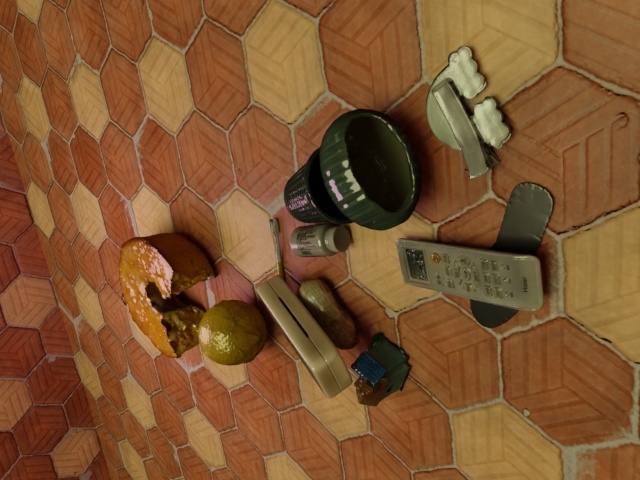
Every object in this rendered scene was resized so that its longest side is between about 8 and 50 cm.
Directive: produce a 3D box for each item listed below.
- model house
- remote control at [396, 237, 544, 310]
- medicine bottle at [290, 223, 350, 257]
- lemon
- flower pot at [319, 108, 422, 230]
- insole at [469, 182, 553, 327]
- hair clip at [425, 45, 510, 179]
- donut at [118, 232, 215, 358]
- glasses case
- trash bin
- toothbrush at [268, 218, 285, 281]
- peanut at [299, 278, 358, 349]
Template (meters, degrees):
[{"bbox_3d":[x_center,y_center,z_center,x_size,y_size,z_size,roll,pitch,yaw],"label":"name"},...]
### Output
[{"bbox_3d":[0.119,0.323,1.268,0.119,0.148,0.148,35,126,28],"label":"model house"},{"bbox_3d":[0.288,0.055,1.059,0.313,0.055,0.109,10,121,48],"label":"remote control"},{"bbox_3d":[0.000,0.000,1.290,0.140,0.079,0.079,-4,104,44],"label":"medicine bottle"},{"bbox_3d":[-0.258,0.269,1.570,0.231,0.192,0.192,-2,106,45],"label":"lemon"},{"bbox_3d":[0.098,-0.138,1.059,0.157,0.189,0.243,178,71,-80],"label":"flower pot"},{"bbox_3d":[0.357,0.039,1.020,0.109,0.007,0.322,31,126,33],"label":"insole"},{"bbox_3d":[0.257,-0.222,0.975,0.140,0.054,0.220,-30,84,50],"label":"hair clip"},{"bbox_3d":[-0.514,0.147,1.787,0.377,0.163,0.435,36,131,29],"label":"donut"},{"bbox_3d":[-0.046,0.229,1.331,0.336,0.076,0.144,46,163,48],"label":"glasses case"},{"bbox_3d":[0.002,-0.110,1.192,0.161,0.175,0.175,-13,98,56],"label":"trash bin"},{"bbox_3d":[-0.112,0.078,1.473,0.024,0.021,0.288,16,119,51],"label":"toothbrush"},{"bbox_3d":[0.019,0.185,1.346,0.207,0.087,0.087,54,135,13],"label":"peanut"}]
